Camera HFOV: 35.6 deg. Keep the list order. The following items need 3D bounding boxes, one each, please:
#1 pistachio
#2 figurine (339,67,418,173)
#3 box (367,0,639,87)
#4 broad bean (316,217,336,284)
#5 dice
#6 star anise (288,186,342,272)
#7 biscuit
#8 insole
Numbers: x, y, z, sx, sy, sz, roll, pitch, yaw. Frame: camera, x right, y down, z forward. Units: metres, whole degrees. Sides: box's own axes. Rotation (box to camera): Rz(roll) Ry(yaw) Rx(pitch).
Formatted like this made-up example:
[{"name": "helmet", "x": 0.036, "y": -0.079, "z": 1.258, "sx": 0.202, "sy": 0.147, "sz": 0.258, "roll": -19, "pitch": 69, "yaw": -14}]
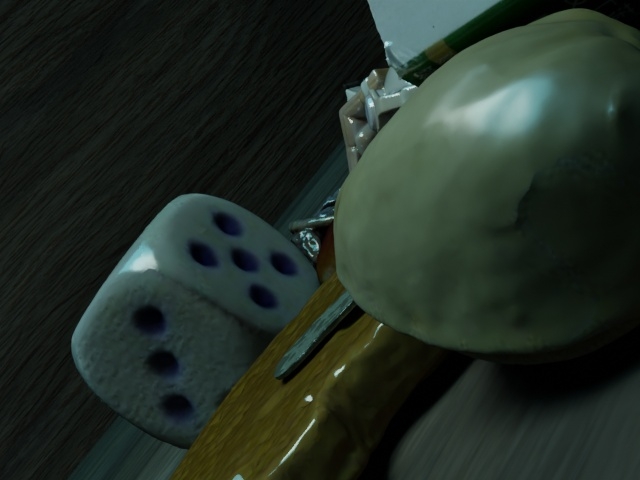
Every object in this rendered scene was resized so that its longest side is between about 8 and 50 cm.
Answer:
[{"name": "pistachio", "x": 0.088, "y": -0.022, "z": 0.448, "sx": 0.223, "sy": 0.126, "sz": 0.152, "roll": -14, "pitch": 64, "yaw": 55}, {"name": "figurine", "x": 0.116, "y": -0.140, "z": 1.068, "sx": 0.163, "sy": 0.141, "sz": 0.237, "roll": -14, "pitch": -5, "yaw": -32}, {"name": "box", "x": 0.126, "y": -0.128, "z": 0.534, "sx": 0.135, "sy": 0.081, "sz": 0.199, "roll": -30, "pitch": -20, "yaw": 28}, {"name": "broad bean", "x": 0.056, "y": -0.014, "z": 0.921, "sx": 0.114, "sy": 0.084, "sz": 0.165, "roll": -30, "pitch": -16, "yaw": -45}, {"name": "dice", "x": -0.124, "y": 0.080, "z": 1.023, "sx": 0.193, "sy": 0.192, "sz": 0.194, "roll": -51, "pitch": 6, "yaw": 28}, {"name": "star anise", "x": 0.001, "y": 0.000, "z": 1.234, "sx": 0.230, "sy": 0.081, "sz": 0.262, "roll": -40, "pitch": -3, "yaw": -39}, {"name": "biscuit", "x": -0.001, "y": 0.105, "z": 0.676, "sx": 0.312, "sy": 0.057, "sz": 0.351, "roll": -54, "pitch": 8, "yaw": -32}, {"name": "insole", "x": 0.033, "y": 0.023, "z": 0.647, "sx": 0.193, "sy": 0.006, "sz": 0.065, "roll": -48, "pitch": 6, "yaw": 16}]
